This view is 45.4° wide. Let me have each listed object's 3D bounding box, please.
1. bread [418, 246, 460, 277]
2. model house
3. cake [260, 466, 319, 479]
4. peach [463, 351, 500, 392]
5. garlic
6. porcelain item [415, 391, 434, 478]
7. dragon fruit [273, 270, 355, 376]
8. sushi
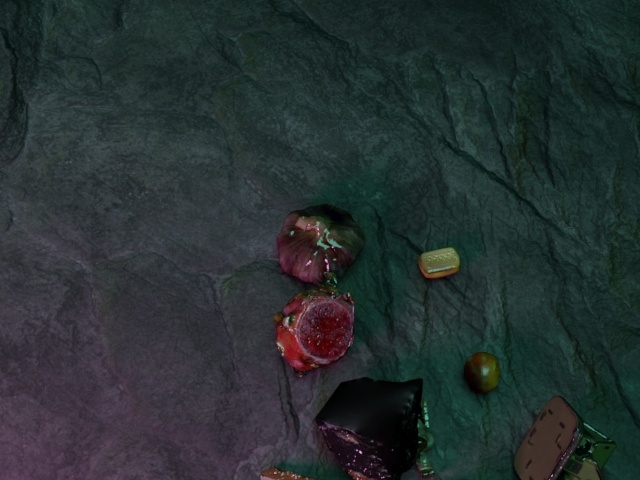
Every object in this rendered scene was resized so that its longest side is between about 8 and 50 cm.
[{"bbox_3d":[0.329,0.066,2.117,0.115,0.056,0.082,-15,59,-5],"label":"bread"},{"bbox_3d":[0.640,0.534,1.810,0.279,0.205,0.218,26,100,-8],"label":"model house"},{"bbox_3d":[-0.013,0.615,1.779,0.295,0.112,0.116,14,60,12],"label":"cake"},{"bbox_3d":[0.411,0.337,1.947,0.101,0.100,0.100,1,61,-2],"label":"peach"},{"bbox_3d":[0.000,0.000,2.078,0.245,0.160,0.244,2,61,-3],"label":"garlic"},{"bbox_3d":[0.240,0.479,1.887,0.084,0.054,0.213,-8,61,-4],"label":"porcelain item"},{"bbox_3d":[-0.010,0.210,1.929,0.211,0.147,0.282,21,83,-10],"label":"dragon fruit"},{"bbox_3d":[0.131,0.462,1.789,0.227,0.212,0.215,-10,19,32],"label":"sushi"}]
